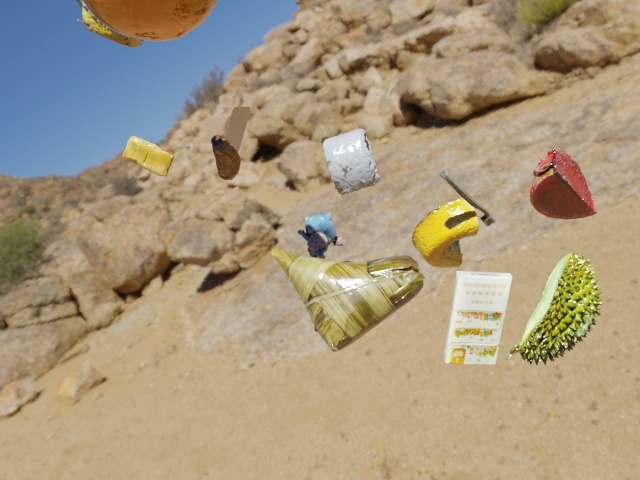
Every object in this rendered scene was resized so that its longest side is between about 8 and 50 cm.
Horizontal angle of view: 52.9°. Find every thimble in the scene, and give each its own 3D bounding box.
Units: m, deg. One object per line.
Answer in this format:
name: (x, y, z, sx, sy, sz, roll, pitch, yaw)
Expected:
thimble: (0.082, -0.205, 1.674, 0.117, 0.151, 0.127, -16, 28, 10)

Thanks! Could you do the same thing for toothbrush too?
toothbrush: (0.378, -0.106, 1.651, 0.030, 0.297, 0.030, -40, 48, 16)

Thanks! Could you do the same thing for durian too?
durian: (0.432, 0.139, 1.127, 0.221, 0.137, 0.095, -62, 29, 16)

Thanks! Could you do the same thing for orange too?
orange: (-0.332, -0.543, 1.241, 0.312, 0.312, 0.312, -29, 9, 5)

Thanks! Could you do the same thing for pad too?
pad: (-0.282, -0.360, 2.137, 0.266, 0.002, 0.176, -61, -11, -77)

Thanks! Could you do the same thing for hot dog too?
hot dog: (-0.273, -0.239, 1.855, 0.065, 0.147, 0.099, -27, 52, -17)

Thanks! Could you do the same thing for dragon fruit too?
dragon fruit: (0.721, -0.169, 1.968, 0.189, 0.261, 0.163, -44, 36, 14)

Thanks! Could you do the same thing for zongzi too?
zongzi: (0.061, 0.070, 1.499, 0.285, 0.288, 0.134, -35, -11, -1)

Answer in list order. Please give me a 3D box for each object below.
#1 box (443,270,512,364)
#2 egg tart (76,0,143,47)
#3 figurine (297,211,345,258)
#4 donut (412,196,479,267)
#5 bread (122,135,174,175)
box: (0.347, 0.174, 1.430, 0.122, 0.221, 0.032, 2, 22, -5)
egg tart: (-0.484, -0.526, 1.524, 0.106, 0.241, 0.241, -62, 2, 13)
figurine: (0.005, 0.000, 2.135, 0.114, 0.144, 0.178, -23, 47, 34)
donut: (0.337, -0.005, 1.799, 0.152, 0.101, 0.259, -10, -31, -10)
bread: (-0.472, -0.232, 1.774, 0.074, 0.132, 0.053, -61, 9, 6)
